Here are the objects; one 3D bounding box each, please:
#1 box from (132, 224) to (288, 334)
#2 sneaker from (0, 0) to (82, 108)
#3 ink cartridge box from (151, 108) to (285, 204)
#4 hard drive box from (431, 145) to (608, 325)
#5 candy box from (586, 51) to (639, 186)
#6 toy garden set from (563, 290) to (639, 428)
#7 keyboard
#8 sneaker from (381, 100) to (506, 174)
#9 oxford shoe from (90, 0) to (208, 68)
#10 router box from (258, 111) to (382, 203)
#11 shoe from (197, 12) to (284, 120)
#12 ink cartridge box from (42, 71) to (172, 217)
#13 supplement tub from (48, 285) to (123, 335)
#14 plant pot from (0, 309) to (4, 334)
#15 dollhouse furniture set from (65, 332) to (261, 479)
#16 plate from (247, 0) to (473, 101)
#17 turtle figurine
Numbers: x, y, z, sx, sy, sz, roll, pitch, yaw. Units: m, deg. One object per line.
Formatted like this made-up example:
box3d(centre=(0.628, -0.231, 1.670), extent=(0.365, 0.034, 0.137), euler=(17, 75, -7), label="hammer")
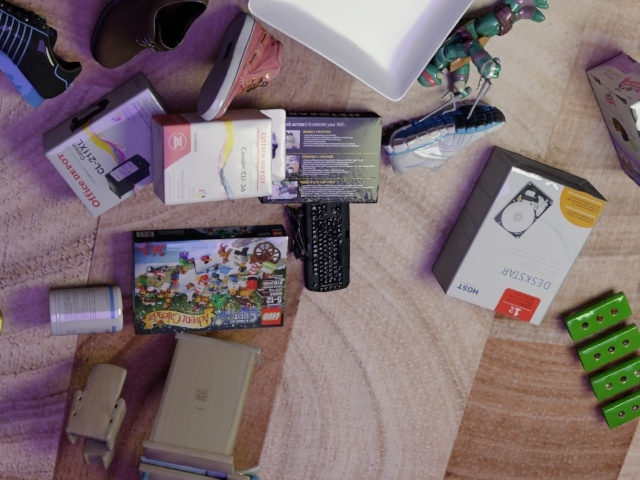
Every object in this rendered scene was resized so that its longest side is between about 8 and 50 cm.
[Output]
box3d(centre=(-0.169, 0.060, 2.026), extent=(0.233, 0.044, 0.159), euler=(-3, 116, -12), label="box")
box3d(centre=(-0.417, -0.287, 1.783), extent=(0.090, 0.081, 0.232), euler=(-35, 125, 2), label="sneaker")
box3d(centre=(-0.132, -0.120, 1.861), extent=(0.198, 0.067, 0.115), euler=(-7, 110, -21), label="ink cartridge box")
box3d(centre=(0.310, -0.006, 2.081), extent=(0.181, 0.089, 0.232), euler=(18, 111, -20), label="hard drive box")
box3d(centre=(0.490, -0.165, 2.000), extent=(0.070, 0.165, 0.196), euler=(-27, 119, 1), label="candy box")
box3d(centre=(0.538, 0.177, 2.250), extent=(0.204, 0.049, 0.244), euler=(-25, 118, 2), label="toy garden set")
box3d(centre=(0.000, 0.000, 2.041), extent=(0.100, 0.038, 0.192), euler=(-7, 116, -10), label="keyboard")
box3d(centre=(0.188, -0.149, 2.001), extent=(0.190, 0.071, 0.083), euler=(-15, 128, 1), label="sneaker")
box3d(centre=(-0.233, -0.287, 1.778), extent=(0.083, 0.096, 0.227), euler=(12, 145, -41), label="oxford shoe")
box3d(centre=(-0.001, -0.122, 1.965), extent=(0.179, 0.046, 0.133), euler=(0, 106, -13), label="router box")
box3d(centre=(-0.107, -0.227, 1.846), extent=(0.081, 0.178, 0.063), euler=(34, 148, -28), label="shoe")
box3d(centre=(-0.287, -0.134, 1.887), extent=(0.175, 0.072, 0.127), euler=(-32, 119, 3), label="ink cartridge box")
box3d(centre=(-0.352, 0.106, 1.992), extent=(0.107, 0.071, 0.071), euler=(-2, 116, -12), label="supplement tub")
box3d(centre=(-0.514, 0.127, 1.963), extent=(0.081, 0.081, 0.083), euler=(42, 91, -26), label="plant pot")
box3d(centre=(-0.226, 0.307, 2.126), extent=(0.286, 0.198, 0.303), euler=(10, 147, 5), label="dollhouse furniture set")
box3d(centre=(0.078, -0.366, 1.807), extent=(0.278, 0.045, 0.277), euler=(28, 108, -28), label="plate")
box3d(centre=(0.218, -0.269, 1.902), extent=(0.234, 0.175, 0.118), euler=(-42, 100, 0), label="turtle figurine")
